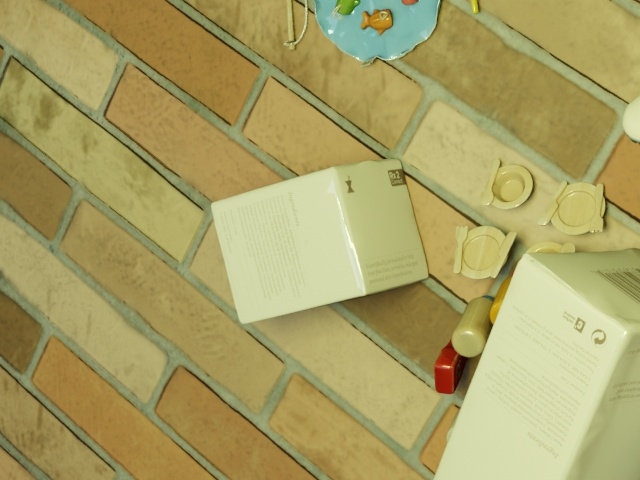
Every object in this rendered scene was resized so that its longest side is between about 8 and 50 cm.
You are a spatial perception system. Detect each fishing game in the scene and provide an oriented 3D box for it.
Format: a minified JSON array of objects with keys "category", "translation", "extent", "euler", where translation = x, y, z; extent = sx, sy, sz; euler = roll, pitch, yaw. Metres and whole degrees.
[{"category":"fishing game","translation":[0.059,-0.299,1.809],"extent":[0.264,0.041,0.189],"euler":[-2,93,33]}]

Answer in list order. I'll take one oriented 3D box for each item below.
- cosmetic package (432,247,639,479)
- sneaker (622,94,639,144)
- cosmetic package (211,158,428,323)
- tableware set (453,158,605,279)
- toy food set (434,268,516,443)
[{"category":"cosmetic package","translation":[0.258,0.211,1.622],"extent":[0.156,0.217,0.385],"euler":[39,118,38]},{"category":"sneaker","translation":[0.410,-0.166,1.567],"extent":[0.237,0.086,0.085],"euler":[-21,49,28]},{"category":"cosmetic package","translation":[0.000,0.000,1.818],"extent":[0.183,0.151,0.151],"euler":[-15,89,34]},{"category":"tableware set","translation":[0.229,-0.014,1.715],"extent":[0.168,0.020,0.141],"euler":[14,73,33]},{"category":"toy food set","translation":[0.196,0.149,1.767],"extent":[0.111,0.104,0.232],"euler":[2,116,19]}]
